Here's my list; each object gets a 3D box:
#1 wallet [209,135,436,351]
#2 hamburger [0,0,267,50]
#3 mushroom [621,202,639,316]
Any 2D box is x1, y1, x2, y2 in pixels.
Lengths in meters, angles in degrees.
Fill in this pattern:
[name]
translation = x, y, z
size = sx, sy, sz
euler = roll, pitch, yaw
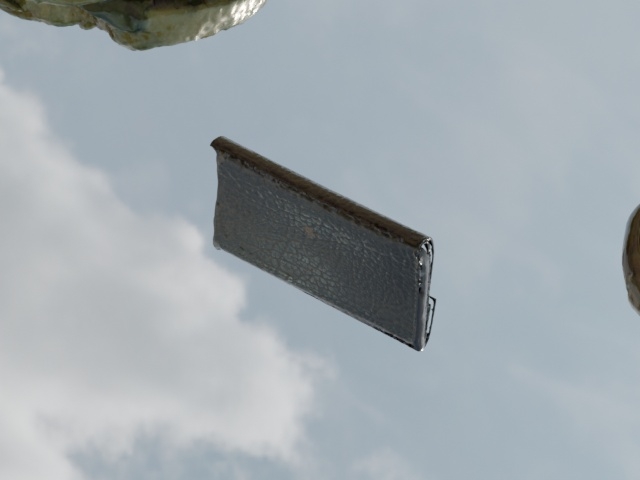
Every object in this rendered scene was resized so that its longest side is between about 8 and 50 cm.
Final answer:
[wallet]
translation = 0.000, 0.000, 1.453
size = 0.243, 0.133, 0.039
euler = 27, -134, 30
[hamburger]
translation = -0.145, -0.267, 1.072
size = 0.285, 0.134, 0.265
euler = 16, -130, 10
[mushroom]
translation = 0.244, -0.026, 0.769
size = 0.093, 0.225, 0.116
euler = 30, -144, -18
